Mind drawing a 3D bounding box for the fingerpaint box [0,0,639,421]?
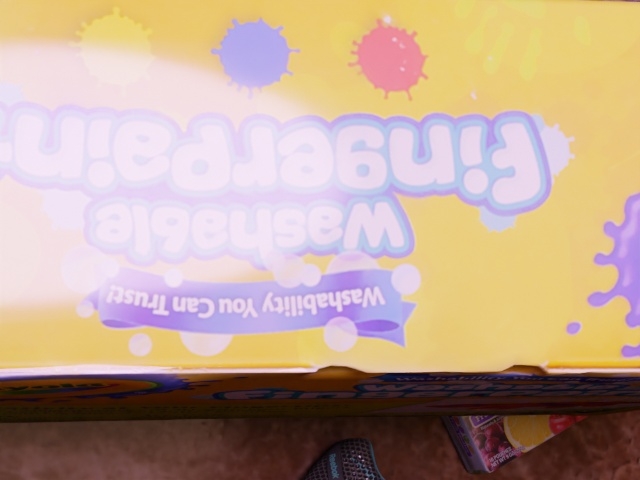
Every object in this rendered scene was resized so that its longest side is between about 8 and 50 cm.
[{"bbox_3d":[0.000,0.000,0.857,0.444,0.371,0.163,0,82,-13],"label":"fingerpaint box"}]

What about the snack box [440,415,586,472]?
[{"bbox_3d":[0.106,0.058,1.091,0.100,0.037,0.141,-27,94,-20],"label":"snack box"}]

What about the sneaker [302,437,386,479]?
[{"bbox_3d":[0.055,0.180,1.052,0.166,0.065,0.076,41,70,-14],"label":"sneaker"}]
